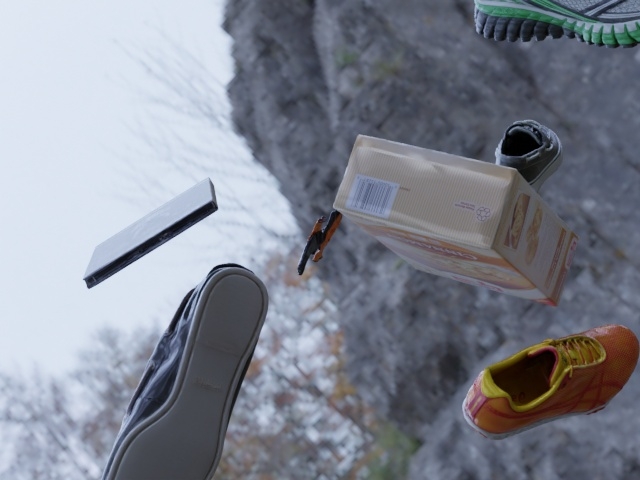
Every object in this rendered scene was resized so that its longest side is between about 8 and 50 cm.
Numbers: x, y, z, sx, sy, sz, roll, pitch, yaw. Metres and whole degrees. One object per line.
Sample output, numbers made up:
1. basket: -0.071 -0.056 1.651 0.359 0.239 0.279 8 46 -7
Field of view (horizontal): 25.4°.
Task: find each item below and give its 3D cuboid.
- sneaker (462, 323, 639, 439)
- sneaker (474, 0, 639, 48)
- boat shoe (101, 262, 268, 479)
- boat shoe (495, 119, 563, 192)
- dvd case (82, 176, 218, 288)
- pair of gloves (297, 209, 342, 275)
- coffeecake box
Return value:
1. sneaker: 0.189 0.102 1.091 0.175 0.064 0.067 -21 -28 -34
2. sneaker: 0.330 -0.315 1.699 0.134 0.343 0.146 -37 -54 -47
3. boat shoe: -0.154 0.183 1.593 0.335 0.112 0.095 -65 15 -7
4. boat shoe: 0.278 -0.122 1.892 0.219 0.077 0.070 -53 -36 -61
5. dvd case: -0.191 -0.011 1.614 0.164 0.018 0.221 -32 11 0
6. pair of gloves: 0.000 0.000 1.582 0.083 0.010 0.074 -36 -27 -62
7. coffeecake box: 0.117 -0.014 1.175 0.185 0.142 0.068 34 -106 -60
